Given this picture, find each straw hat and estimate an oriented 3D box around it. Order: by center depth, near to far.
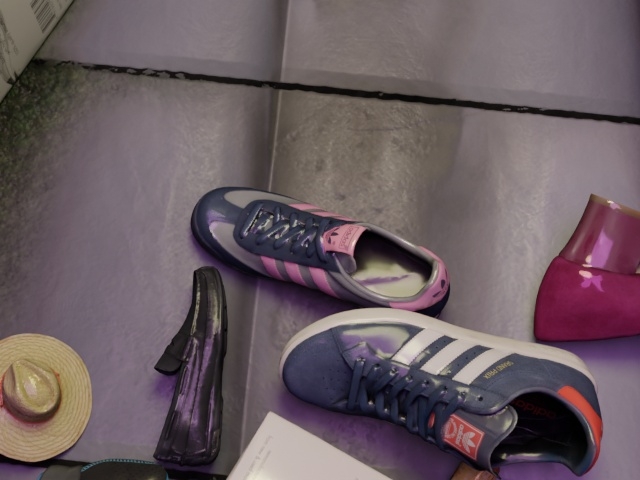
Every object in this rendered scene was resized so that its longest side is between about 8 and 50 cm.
[{"bbox_3d":[-0.310,0.160,0.922,0.144,0.061,0.144,8,66,-17],"label":"straw hat"}]

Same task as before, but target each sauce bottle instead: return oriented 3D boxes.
[{"bbox_3d":[0.144,0.287,0.926,0.042,0.042,0.128,38,71,11],"label":"sauce bottle"}]

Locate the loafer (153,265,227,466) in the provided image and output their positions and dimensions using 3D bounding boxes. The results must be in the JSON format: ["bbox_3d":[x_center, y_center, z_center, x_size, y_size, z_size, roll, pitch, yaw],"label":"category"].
[{"bbox_3d":[-0.144,0.135,0.949,0.078,0.076,0.223,5,73,-9],"label":"loafer"}]

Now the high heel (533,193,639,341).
[{"bbox_3d":[0.441,0.095,1.002,0.377,0.127,0.181,23,99,1],"label":"high heel"}]

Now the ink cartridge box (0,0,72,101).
[{"bbox_3d":[-0.428,-0.290,1.014,0.129,0.223,0.307,25,71,7],"label":"ink cartridge box"}]

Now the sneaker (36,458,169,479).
[{"bbox_3d":[-0.197,0.382,0.832,0.139,0.125,0.341,-7,72,-10],"label":"sneaker"}]

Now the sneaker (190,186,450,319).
[{"bbox_3d":[0.000,0.000,0.977,0.319,0.131,0.112,19,70,4],"label":"sneaker"}]

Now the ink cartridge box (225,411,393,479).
[{"bbox_3d":[0.061,0.333,0.809,0.353,0.207,0.119,29,49,7],"label":"ink cartridge box"}]

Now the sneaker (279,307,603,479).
[{"bbox_3d":[0.127,0.169,0.896,0.350,0.131,0.148,6,30,0],"label":"sneaker"}]
